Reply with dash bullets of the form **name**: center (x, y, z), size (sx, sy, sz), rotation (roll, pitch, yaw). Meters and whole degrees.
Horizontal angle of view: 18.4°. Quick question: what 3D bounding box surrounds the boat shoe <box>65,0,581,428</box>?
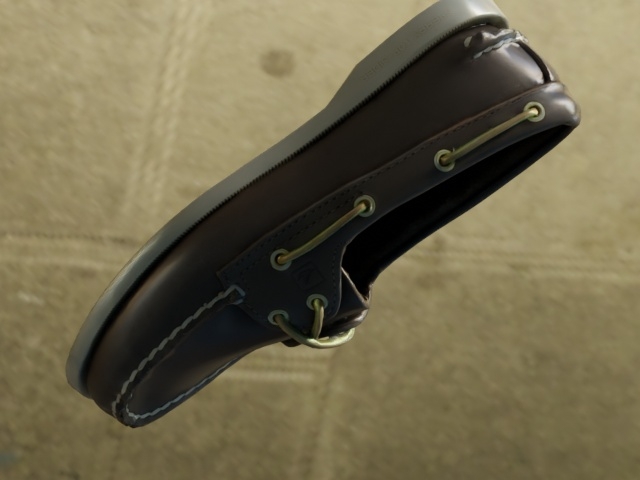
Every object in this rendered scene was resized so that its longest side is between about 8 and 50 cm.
- **boat shoe**: center (0.000, 0.000, 1.105), size (0.324, 0.096, 0.116), rotation (-41, 160, 1)
